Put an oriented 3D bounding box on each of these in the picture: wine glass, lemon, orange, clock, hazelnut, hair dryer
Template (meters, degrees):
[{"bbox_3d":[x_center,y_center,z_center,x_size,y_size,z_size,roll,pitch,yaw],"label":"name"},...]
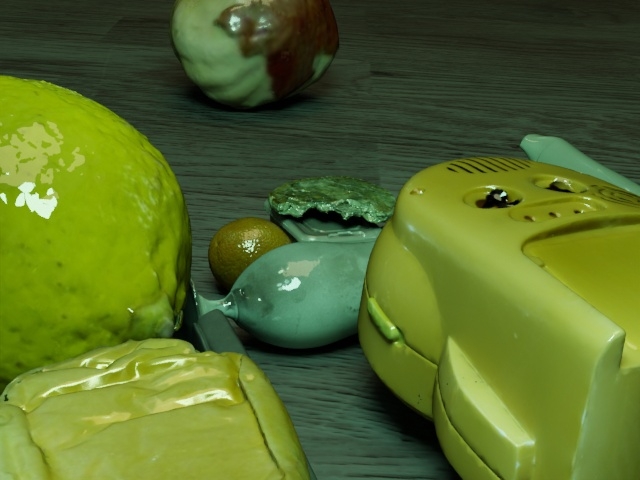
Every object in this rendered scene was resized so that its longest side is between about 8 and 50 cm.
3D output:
[{"bbox_3d":[-0.022,0.048,0.914,0.202,0.093,0.093,-10,26,-24],"label":"wine glass"},{"bbox_3d":[-0.221,0.003,0.789,0.310,0.254,0.253,18,27,31],"label":"lemon"},{"bbox_3d":[-0.065,0.015,1.011,0.084,0.085,0.085,3,23,-1],"label":"orange"},{"bbox_3d":[0.168,0.053,0.768,0.244,0.200,0.317,-4,31,-27],"label":"clock"},{"bbox_3d":[-0.106,-0.323,1.605,0.261,0.241,0.261,-2,14,1],"label":"hazelnut"},{"bbox_3d":[0.371,-0.052,1.245,0.237,0.075,0.206,5,32,-34],"label":"hair dryer"}]

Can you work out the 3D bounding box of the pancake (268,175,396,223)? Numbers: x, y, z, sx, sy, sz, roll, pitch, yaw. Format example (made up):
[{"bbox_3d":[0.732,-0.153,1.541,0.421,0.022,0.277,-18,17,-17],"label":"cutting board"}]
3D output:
[{"bbox_3d":[0.014,-0.043,1.065,0.129,0.023,0.116,9,20,11],"label":"pancake"}]

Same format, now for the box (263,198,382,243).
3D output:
[{"bbox_3d":[0.000,0.000,1.073,0.089,0.062,0.122,-5,25,-23],"label":"box"}]

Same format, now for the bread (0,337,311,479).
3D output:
[{"bbox_3d":[-0.088,0.159,0.581,0.178,0.133,0.250,-7,24,-22],"label":"bread"}]

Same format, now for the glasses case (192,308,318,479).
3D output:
[{"bbox_3d":[-0.050,0.121,0.762,0.042,0.072,0.190,-20,28,-12],"label":"glasses case"}]

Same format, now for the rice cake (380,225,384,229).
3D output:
[{"bbox_3d":[0.100,0.050,0.985,0.055,0.049,0.270,-5,25,-8],"label":"rice cake"}]
